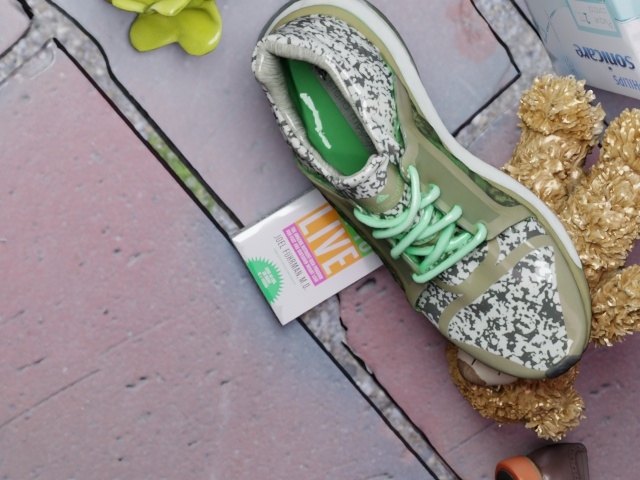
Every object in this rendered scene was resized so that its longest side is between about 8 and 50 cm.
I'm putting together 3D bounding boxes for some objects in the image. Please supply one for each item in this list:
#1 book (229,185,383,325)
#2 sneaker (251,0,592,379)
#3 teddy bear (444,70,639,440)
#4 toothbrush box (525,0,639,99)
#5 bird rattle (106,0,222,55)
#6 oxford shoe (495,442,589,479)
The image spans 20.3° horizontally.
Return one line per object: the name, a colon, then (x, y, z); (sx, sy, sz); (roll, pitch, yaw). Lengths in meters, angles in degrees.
book: (0.000, 0.000, 1.658); (0.144, 0.035, 0.096); (-32, 105, -7)
sneaker: (0.066, -0.033, 1.526); (0.158, 0.182, 0.410); (-43, 85, 22)
teddy bear: (0.204, 0.017, 1.623); (0.245, 0.113, 0.338); (41, 113, 10)
toothbrush box: (0.245, -0.286, 1.575); (0.126, 0.216, 0.295); (-31, 109, -8)
bird rattle: (-0.090, -0.285, 1.525); (0.253, 0.143, 0.207); (-39, 93, -9)
oxford shoe: (0.255, 0.331, 1.770); (0.098, 0.097, 0.271); (-19, 106, -19)
